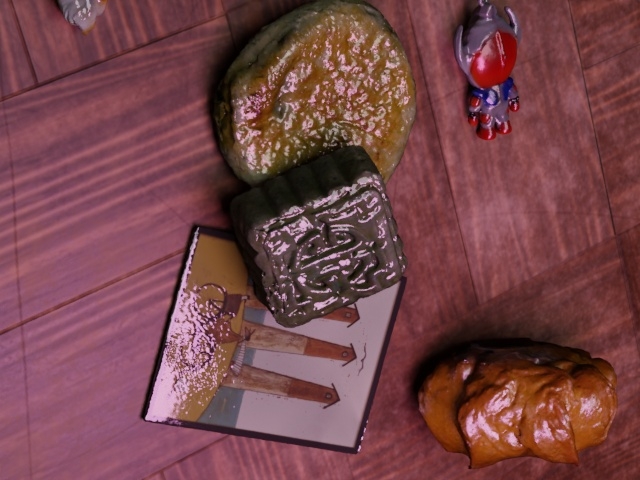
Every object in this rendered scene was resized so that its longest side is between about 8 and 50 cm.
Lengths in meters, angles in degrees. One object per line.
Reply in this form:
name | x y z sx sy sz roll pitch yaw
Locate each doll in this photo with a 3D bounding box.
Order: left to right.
doll | 0.218 -0.225 2.153 0.104 0.062 0.194 -14 116 -11

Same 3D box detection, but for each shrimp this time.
shrimp | -0.306 -0.300 1.811 0.166 0.049 0.161 -7 101 -30

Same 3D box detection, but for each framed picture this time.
framed picture | -0.051 0.130 2.085 0.324 0.013 0.244 14 93 -33

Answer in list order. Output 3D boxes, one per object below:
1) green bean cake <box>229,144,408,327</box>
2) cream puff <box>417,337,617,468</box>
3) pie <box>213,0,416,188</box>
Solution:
green bean cake | 0.000 0.000 1.995 0.185 0.094 0.183 -22 130 -7
cream puff | 0.261 0.206 2.186 0.269 0.241 0.154 -6 99 -1
pie | 0.001 -0.159 2.021 0.277 0.078 0.277 -13 116 -29
